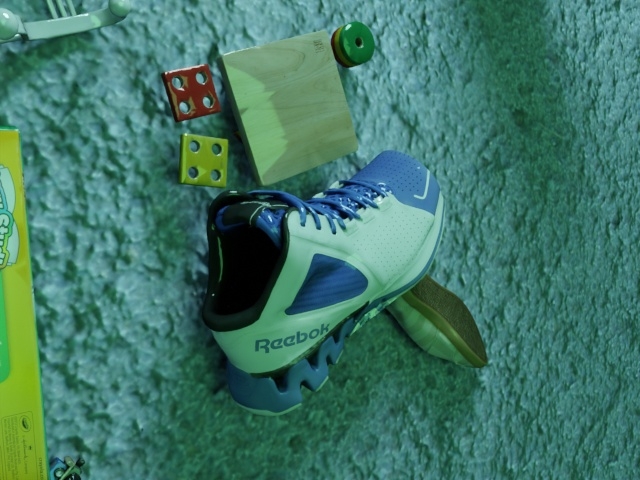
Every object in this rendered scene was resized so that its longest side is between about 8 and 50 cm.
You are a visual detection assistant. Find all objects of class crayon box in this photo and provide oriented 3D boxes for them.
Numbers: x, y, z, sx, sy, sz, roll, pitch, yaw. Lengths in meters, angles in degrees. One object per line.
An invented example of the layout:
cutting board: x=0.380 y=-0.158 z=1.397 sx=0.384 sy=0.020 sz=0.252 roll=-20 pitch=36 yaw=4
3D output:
crayon box: x=-0.300 y=0.058 z=0.471 sx=0.165 sy=0.081 sz=0.279 roll=-5 pitch=94 yaw=-36

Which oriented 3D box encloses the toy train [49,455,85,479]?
toy train: x=-0.259 y=0.242 z=0.538 sx=0.036 sy=0.027 sz=0.158 roll=47 pitch=65 yaw=-15

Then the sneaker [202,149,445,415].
sneaker: x=-0.001 y=0.001 z=0.630 sx=0.315 sy=0.127 sz=0.182 roll=-50 pitch=137 yaw=-24

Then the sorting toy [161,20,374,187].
sorting toy: x=-0.045 y=-0.134 z=0.674 sx=0.274 sy=0.046 sz=0.132 roll=-26 pitch=105 yaw=-33

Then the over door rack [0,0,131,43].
over door rack: x=-0.315 y=-0.236 z=0.442 sx=0.324 sy=0.108 sz=0.240 roll=-27 pitch=105 yaw=-32

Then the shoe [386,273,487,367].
shoe: x=0.138 y=0.096 z=0.810 sx=0.219 sy=0.058 sz=0.077 roll=43 pitch=36 yaw=-32
